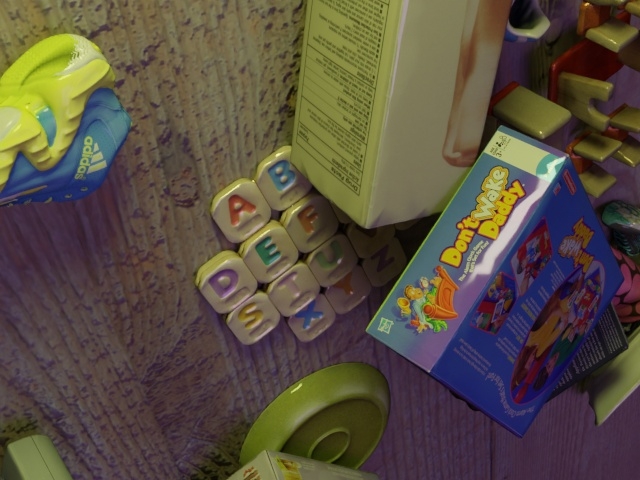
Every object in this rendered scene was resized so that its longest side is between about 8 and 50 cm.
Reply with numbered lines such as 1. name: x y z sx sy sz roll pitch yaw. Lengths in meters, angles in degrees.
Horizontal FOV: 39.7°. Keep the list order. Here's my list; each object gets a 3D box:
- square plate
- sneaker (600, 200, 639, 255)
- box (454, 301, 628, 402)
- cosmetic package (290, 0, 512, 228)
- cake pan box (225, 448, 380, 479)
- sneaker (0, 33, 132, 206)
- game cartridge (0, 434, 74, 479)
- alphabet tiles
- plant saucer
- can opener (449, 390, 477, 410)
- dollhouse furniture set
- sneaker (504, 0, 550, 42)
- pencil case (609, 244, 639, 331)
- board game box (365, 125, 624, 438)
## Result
1. square plate: 0.534 0.135 1.406 0.347 0.049 0.344 -50 166 7
2. sneaker: 0.465 -0.009 1.318 0.166 0.065 0.076 10 121 -39
3. box: 0.279 0.137 1.202 0.207 0.153 0.108 -29 104 -14
4. cosmetic package: 0.072 -0.180 0.802 0.129 0.153 0.296 -11 127 -30
5. cake pan box: -0.076 0.386 1.175 0.267 0.070 0.246 -40 139 18
6. sneaker: -0.248 -0.050 0.716 0.240 0.091 0.126 -40 138 -5
7. game cartridge: -0.285 0.357 0.931 0.062 0.198 0.297 -9 128 -32
8. alphabet tiles: 0.000 0.000 0.998 0.284 0.021 0.278 -37 137 -7
9. plant saucer: 0.004 0.272 1.206 0.241 0.037 0.241 -20 132 -24
10. can opener: 0.274 0.176 1.319 0.186 0.059 0.073 -47 137 4
11. dollhouse furniture set: 0.278 -0.178 1.019 0.259 0.135 0.262 -36 139 -26
12. sneaker: 0.186 -0.295 0.848 0.085 0.086 0.237 -51 146 -26
13. pencil case: 0.424 0.063 1.326 0.098 0.095 0.209 -13 151 36
14. board game box: 0.204 0.064 0.939 0.233 0.078 0.347 -56 147 -4
